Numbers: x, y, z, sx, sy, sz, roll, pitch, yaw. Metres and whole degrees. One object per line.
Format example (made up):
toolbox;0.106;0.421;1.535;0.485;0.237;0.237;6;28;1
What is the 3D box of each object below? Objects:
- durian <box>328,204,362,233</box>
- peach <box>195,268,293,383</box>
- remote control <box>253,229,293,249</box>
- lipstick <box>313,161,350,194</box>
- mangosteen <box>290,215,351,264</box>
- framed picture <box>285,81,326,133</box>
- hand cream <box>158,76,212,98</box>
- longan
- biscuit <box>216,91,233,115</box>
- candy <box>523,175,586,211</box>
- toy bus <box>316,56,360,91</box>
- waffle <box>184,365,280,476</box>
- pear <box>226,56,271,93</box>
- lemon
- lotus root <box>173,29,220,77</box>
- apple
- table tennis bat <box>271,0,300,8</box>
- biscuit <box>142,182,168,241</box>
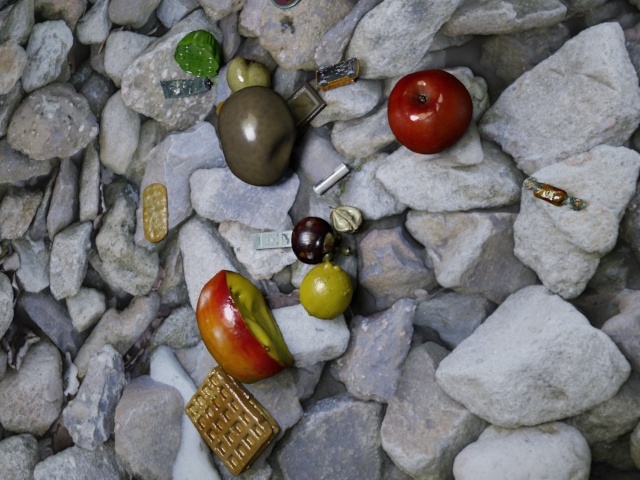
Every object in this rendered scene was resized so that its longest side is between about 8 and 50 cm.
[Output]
durian;0.079;-0.066;1.729;0.140;0.071;0.110;37;62;27
peach;-0.281;0.296;1.720;0.243;0.306;0.380;-26;78;11
remote control;-0.169;-0.001;1.856;0.162;0.029;0.061;-4;83;18
lipstick;0.037;-0.214;1.790;0.141;0.040;0.040;-38;70;15
mangosteen;-0.012;0.000;1.707;0.184;0.173;0.172;0;82;45
framed picture;-0.076;-0.481;1.888;0.168;0.023;0.128;-42;68;13
hand cream;-0.550;-0.628;2.100;0.248;0.052;0.075;1;97;22
longan;-0.222;-0.359;1.794;0.289;0.288;0.350;13;113;25
biscuit;-0.305;-0.461;1.979;0.184;0.035;0.248;-39;70;15
candy;0.675;-0.134;1.494;0.182;0.046;0.053;31;93;26
toy bus;0.068;-0.582;1.813;0.162;0.074;0.069;-10;71;24
waffle;-0.316;0.620;1.792;0.328;0.098;0.224;41;97;22
pear;-0.265;-0.605;1.915;0.167;0.167;0.136;25;114;25
lemon;0.018;0.162;1.668;0.174;0.173;0.206;25;119;25
lotus root;-0.471;-0.768;2.044;0.186;0.186;0.186;-4;81;23
apple;0.333;-0.404;1.594;0.261;0.216;0.260;-5;77;23
table tennis bat;-0.156;-1.000;1.997;0.153;0.040;0.244;-46;72;12
biscuit;-0.674;-0.115;2.094;0.119;0.029;0.247;-10;78;22
